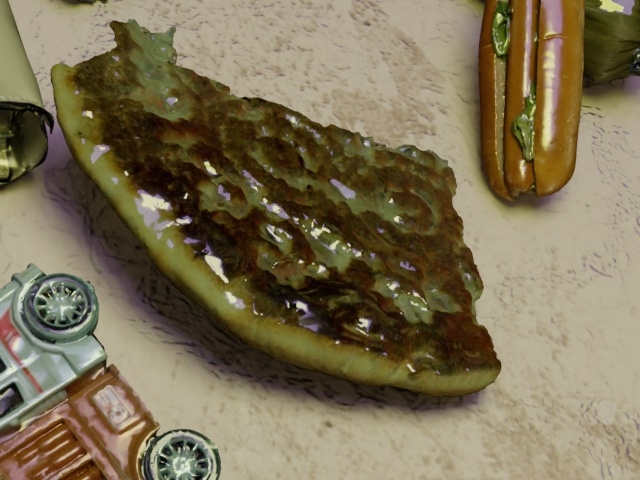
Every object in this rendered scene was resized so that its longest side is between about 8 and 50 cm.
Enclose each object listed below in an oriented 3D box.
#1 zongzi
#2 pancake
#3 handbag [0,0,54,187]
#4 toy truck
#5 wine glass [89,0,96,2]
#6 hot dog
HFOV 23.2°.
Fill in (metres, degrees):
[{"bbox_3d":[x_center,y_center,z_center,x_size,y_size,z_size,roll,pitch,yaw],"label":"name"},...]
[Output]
[{"bbox_3d":[0.199,-0.255,1.550,0.274,0.125,0.251,-3,48,-10],"label":"zongzi"},{"bbox_3d":[-0.040,-0.026,1.306,0.427,0.067,0.305,24,40,-12],"label":"pancake"},{"bbox_3d":[-0.383,-0.208,1.306,0.237,0.160,0.358,-5,57,-28],"label":"handbag"},{"bbox_3d":[-0.170,0.177,1.095,0.162,0.136,0.305,-32,70,-24],"label":"toy truck"},{"bbox_3d":[-0.223,-0.398,1.526,0.264,0.096,0.309,-31,68,-28],"label":"wine glass"},{"bbox_3d":[0.191,-0.160,1.442,0.100,0.068,0.249,-4,75,31],"label":"hot dog"}]
